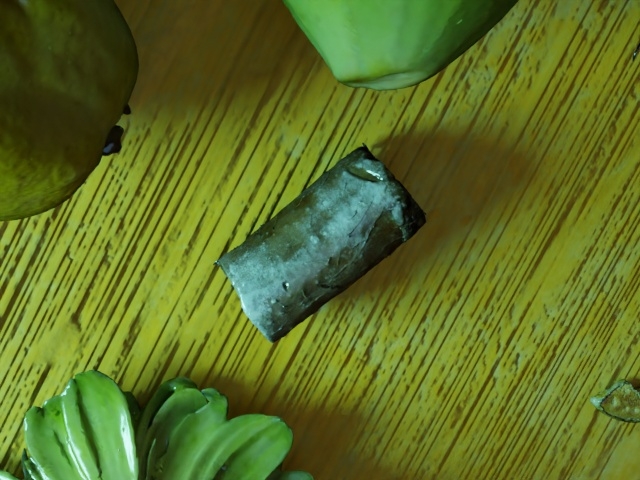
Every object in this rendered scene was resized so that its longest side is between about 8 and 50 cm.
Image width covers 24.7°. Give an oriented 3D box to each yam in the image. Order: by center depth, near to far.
[{"bbox_3d":[0.000,0.000,1.005,0.141,0.079,0.079,-38,116,-2],"label":"yam"}]

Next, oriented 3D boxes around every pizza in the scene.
[{"bbox_3d":[0.255,0.129,1.174,0.083,0.016,0.037,2,109,-16],"label":"pizza"}]

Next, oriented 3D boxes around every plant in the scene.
[{"bbox_3d":[-0.097,0.249,0.980,0.261,0.297,0.306,40,63,-47],"label":"plant"}]

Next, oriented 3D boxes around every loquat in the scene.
[{"bbox_3d":[-0.206,-0.102,0.840,0.234,0.176,0.187,18,103,-44],"label":"loquat"}]

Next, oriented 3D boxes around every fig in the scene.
[{"bbox_3d":[0.051,-0.215,0.883,0.207,0.207,0.230,-8,117,-17],"label":"fig"}]

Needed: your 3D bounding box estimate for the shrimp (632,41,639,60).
[{"bbox_3d":[0.274,-0.208,1.034,0.073,0.075,0.190,7,122,-56],"label":"shrimp"}]
